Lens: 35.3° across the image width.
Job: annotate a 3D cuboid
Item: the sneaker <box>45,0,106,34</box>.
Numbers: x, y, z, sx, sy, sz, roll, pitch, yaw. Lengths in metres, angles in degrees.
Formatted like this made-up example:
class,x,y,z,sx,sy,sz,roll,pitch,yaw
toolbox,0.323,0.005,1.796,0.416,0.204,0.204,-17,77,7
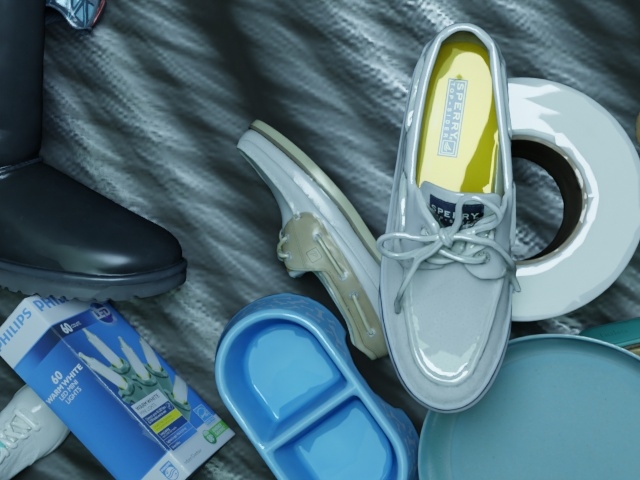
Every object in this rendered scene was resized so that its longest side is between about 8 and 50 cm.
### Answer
class,x,y,z,sx,sy,sz,roll,pitch,yaw
sneaker,-0.384,-0.283,1.182,0.262,0.104,0.125,-1,90,7

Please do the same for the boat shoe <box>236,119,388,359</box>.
class,x,y,z,sx,sy,sz,roll,pitch,yaw
boat shoe,0.000,0.000,1.122,0.103,0.113,0.302,-42,85,-1

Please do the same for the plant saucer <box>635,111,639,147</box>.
class,x,y,z,sx,sy,sz,roll,pitch,yaw
plant saucer,0.397,-0.125,1.126,0.083,0.015,0.083,0,88,7

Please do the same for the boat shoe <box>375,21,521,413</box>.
class,x,y,z,sx,sy,sz,roll,pitch,yaw
boat shoe,0.124,-0.020,0.915,0.136,0.156,0.367,6,89,7

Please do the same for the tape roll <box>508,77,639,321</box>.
class,x,y,z,sx,sy,sz,roll,pitch,yaw
tape roll,0.207,-0.038,1.070,0.246,0.169,0.246,0,88,7

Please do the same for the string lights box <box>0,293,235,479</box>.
class,x,y,z,sx,sy,sz,roll,pitch,yaw
string lights box,-0.231,0.168,1.130,0.259,0.133,0.077,45,108,5

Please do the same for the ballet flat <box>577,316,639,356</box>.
class,x,y,z,sx,sy,sz,roll,pitch,yaw
ballet flat,0.393,0.109,1.102,0.232,0.080,0.073,-15,115,9

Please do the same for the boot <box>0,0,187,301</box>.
class,x,y,z,sx,sy,sz,roll,pitch,yaw
boot,-0.315,-0.174,1.094,0.367,0.146,0.445,7,104,7

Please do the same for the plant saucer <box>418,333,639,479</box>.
class,x,y,z,sx,sy,sz,roll,pitch,yaw
plant saucer,0.260,0.247,1.055,0.318,0.044,0.317,5,103,23

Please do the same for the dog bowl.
class,x,y,z,sx,sy,sz,roll,pitch,yaw
dog bowl,-0.007,0.198,1.138,0.166,0.074,0.297,-36,85,5

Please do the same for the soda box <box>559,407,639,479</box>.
class,x,y,z,sx,sy,sz,roll,pitch,yaw
soda box,0.364,0.195,1.062,0.216,0.069,0.074,-38,85,25

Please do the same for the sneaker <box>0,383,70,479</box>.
class,x,y,z,sx,sy,sz,roll,pitch,yaw
sneaker,-0.368,0.240,1.170,0.080,0.094,0.212,43,93,7
